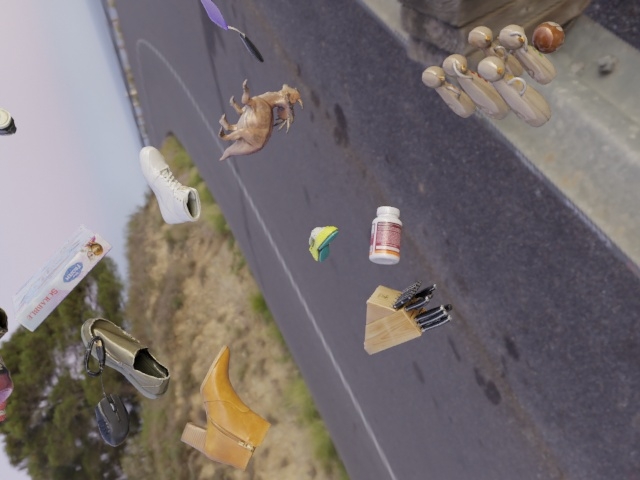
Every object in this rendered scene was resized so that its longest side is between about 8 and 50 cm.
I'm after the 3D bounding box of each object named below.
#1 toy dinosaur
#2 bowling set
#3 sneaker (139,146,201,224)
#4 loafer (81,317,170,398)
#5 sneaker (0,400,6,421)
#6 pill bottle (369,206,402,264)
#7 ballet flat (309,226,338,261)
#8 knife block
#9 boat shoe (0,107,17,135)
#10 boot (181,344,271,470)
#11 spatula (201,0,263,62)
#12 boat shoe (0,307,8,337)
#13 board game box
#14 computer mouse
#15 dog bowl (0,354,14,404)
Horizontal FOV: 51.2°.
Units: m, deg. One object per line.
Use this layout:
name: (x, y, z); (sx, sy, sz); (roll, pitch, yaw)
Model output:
toy dinosaur: (-0.177, -0.335, 1.933); (0.295, 0.200, 0.127); (-62, 20, 6)
bowling set: (0.307, -0.320, 1.154); (0.154, 0.200, 0.287); (35, 177, -25)
sneaker: (-0.506, -0.196, 2.315); (0.169, 0.108, 0.292); (-1, 119, 40)
loafer: (-0.446, 0.262, 1.569); (0.251, 0.094, 0.087); (40, 127, -7)
sneaker: (-1.144, 0.487, 2.094); (0.116, 0.314, 0.136); (-14, 65, 62)
pill bottle: (0.186, -0.014, 1.883); (0.086, 0.086, 0.152); (122, 156, -74)
ballet flat: (0.000, 0.000, 2.201); (0.077, 0.077, 0.231); (48, 158, 13)
knife block: (0.253, 0.235, 1.897); (0.242, 0.088, 0.275); (18, 128, 23)
boat shoe: (-1.004, -0.357, 1.945); (0.079, 0.233, 0.084); (100, -176, -75)
boot: (-0.229, 0.451, 1.807); (0.104, 0.211, 0.295); (94, -163, -84)
spatula: (-0.223, -0.545, 1.759); (0.084, 0.030, 0.296); (39, -175, 29)
boat shoe: (-0.743, 0.189, 1.518); (0.081, 0.069, 0.228); (50, 171, -19)
board game box: (-0.774, 0.098, 1.984); (0.066, 0.318, 0.318); (46, 167, -24)
computer mouse: (-0.452, 0.322, 1.425); (0.041, 0.071, 0.242); (-7, 99, 41)
dog bowl: (-0.960, 0.421, 1.672); (0.150, 0.408, 0.408); (50, 165, 2)
